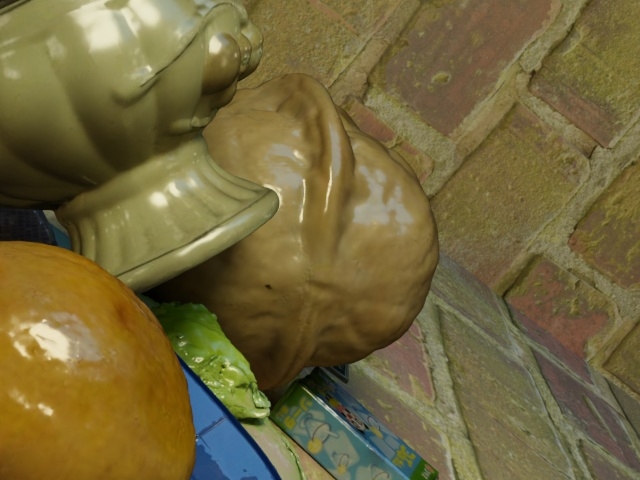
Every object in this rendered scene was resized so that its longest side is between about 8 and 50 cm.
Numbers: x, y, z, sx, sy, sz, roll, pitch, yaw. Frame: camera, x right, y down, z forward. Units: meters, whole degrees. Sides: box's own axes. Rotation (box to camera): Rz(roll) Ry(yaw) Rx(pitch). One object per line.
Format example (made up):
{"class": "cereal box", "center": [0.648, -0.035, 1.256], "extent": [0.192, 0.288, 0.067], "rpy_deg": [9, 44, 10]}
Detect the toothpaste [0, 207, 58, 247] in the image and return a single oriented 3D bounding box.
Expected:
{"class": "toothpaste", "center": [-0.308, -0.001, 1.079], "extent": [0.282, 0.099, 0.068], "rpy_deg": [-119, -171, -52]}

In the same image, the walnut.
{"class": "walnut", "center": [-0.053, -0.013, 1.251], "extent": [0.381, 0.381, 0.381], "rpy_deg": [37, 13, -10]}

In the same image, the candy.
{"class": "candy", "center": [0.040, 0.233, 1.264], "extent": [0.194, 0.062, 0.097], "rpy_deg": [41, 12, 9]}

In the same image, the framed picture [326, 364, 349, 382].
{"class": "framed picture", "center": [0.014, 0.163, 1.557], "extent": [0.066, 0.007, 0.089], "rpy_deg": [37, 12, -8]}

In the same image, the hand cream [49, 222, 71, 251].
{"class": "hand cream", "center": [-0.237, 0.049, 1.180], "extent": [0.174, 0.047, 0.076], "rpy_deg": [42, 8, -34]}

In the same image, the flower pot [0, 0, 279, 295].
{"class": "flower pot", "center": [-0.175, -0.088, 0.954], "extent": [0.244, 0.307, 0.307], "rpy_deg": [64, 9, -10]}

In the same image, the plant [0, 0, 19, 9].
{"class": "plant", "center": [-0.403, -0.195, 1.121], "extent": [0.276, 0.199, 0.188], "rpy_deg": [22, 24, 1]}

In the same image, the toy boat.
{"class": "toy boat", "center": [-0.109, 0.193, 0.902], "extent": [0.295, 0.088, 0.129], "rpy_deg": [45, 54, 14]}

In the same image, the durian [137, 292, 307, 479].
{"class": "durian", "center": [-0.134, 0.129, 1.034], "extent": [0.375, 0.132, 0.106], "rpy_deg": [46, -12, 26]}

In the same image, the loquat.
{"class": "loquat", "center": [-0.190, 0.107, 0.753], "extent": [0.238, 0.193, 0.238], "rpy_deg": [35, 20, -15]}
